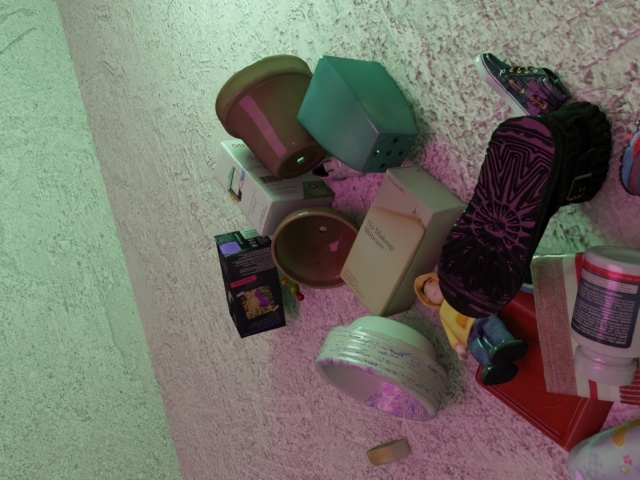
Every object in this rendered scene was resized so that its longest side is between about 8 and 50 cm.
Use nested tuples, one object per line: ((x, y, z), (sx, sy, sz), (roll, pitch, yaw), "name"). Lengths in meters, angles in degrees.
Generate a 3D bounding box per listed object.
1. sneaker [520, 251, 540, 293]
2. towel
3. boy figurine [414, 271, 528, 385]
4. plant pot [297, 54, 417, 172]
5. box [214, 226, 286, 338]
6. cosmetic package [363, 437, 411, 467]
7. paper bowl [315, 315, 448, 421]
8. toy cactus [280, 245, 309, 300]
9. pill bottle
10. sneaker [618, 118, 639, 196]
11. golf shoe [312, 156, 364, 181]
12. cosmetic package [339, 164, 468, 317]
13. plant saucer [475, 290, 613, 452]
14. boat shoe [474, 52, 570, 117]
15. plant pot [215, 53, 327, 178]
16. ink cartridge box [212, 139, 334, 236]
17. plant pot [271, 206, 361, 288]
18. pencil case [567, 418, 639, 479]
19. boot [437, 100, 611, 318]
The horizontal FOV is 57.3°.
((0.334, 0.034, 1.101), (0.237, 0.086, 0.085), (20, 77, 42), "sneaker")
((0.478, 0.130, 0.871), (0.329, 0.037, 0.237), (-5, 93, 51), "towel")
((0.286, 0.143, 1.152), (0.285, 0.092, 0.177), (-124, 37, -48), "boy figurine")
((0.092, -0.257, 1.263), (0.234, 0.166, 0.165), (58, 138, 34), "plant pot")
((-0.203, 0.117, 1.696), (0.165, 0.143, 0.270), (-133, 33, -60), "box")
((0.167, 0.533, 1.467), (0.115, 0.060, 0.041), (-39, 68, 47), "cosmetic package")
((0.142, 0.272, 1.298), (0.284, 0.284, 0.148), (-9, 48, 52), "paper bowl")
((-0.078, 0.043, 1.637), (0.180, 0.112, 0.219), (43, 140, 50), "toy cactus")
((0.416, 0.106, 0.828), (0.108, 0.108, 0.180), (22, 113, 47), "pill bottle")
((0.524, -0.161, 0.815), (0.125, 0.104, 0.262), (44, 130, 34), "sneaker")
((0.052, -0.179, 1.418), (0.176, 0.086, 0.069), (-20, 81, 51), "golf shoe")
((0.173, 0.006, 1.290), (0.160, 0.113, 0.309), (48, 133, 34), "cosmetic package")
((0.414, 0.241, 1.097), (0.259, 0.048, 0.258), (35, 125, 41), "plant saucer")
((0.356, -0.286, 1.033), (0.183, 0.065, 0.083), (55, 134, 19), "boat shoe")
((-0.094, -0.282, 1.441), (0.263, 0.263, 0.229), (-48, 65, 46), "plant pot")
((-0.131, -0.150, 1.559), (0.278, 0.201, 0.117), (49, 133, 33), "ink cartridge box")
((0.000, 0.000, 1.466), (0.109, 0.237, 0.237), (-82, 12, -53), "plant pot")
((0.528, 0.346, 0.925), (0.124, 0.113, 0.273), (55, 137, 15), "pencil case")
((0.339, -0.050, 0.948), (0.131, 0.260, 0.348), (34, 122, 29), "boot")
